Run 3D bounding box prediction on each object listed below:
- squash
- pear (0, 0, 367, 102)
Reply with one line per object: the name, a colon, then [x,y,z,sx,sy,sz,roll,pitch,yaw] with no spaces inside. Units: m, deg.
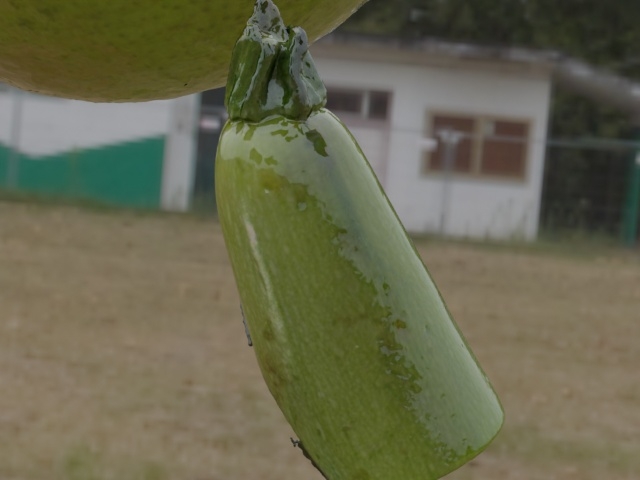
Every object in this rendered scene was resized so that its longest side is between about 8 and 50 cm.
squash: [0.000,0.001,0.670,0.090,0.200,0.075,-25,8,-15]
pear: [-0.130,-0.253,0.890,0.391,0.391,0.391,5,3,0]
